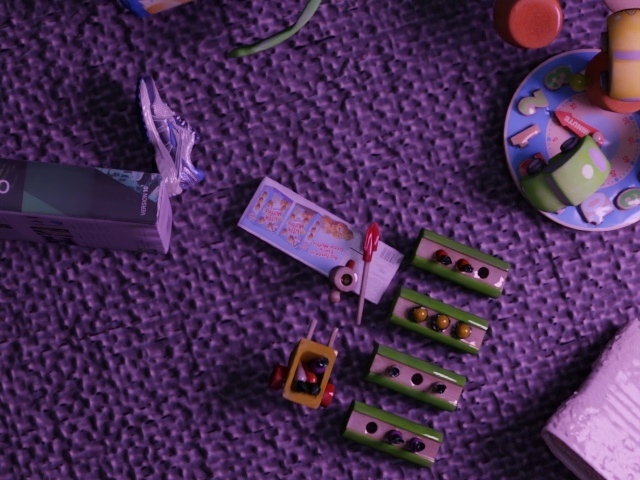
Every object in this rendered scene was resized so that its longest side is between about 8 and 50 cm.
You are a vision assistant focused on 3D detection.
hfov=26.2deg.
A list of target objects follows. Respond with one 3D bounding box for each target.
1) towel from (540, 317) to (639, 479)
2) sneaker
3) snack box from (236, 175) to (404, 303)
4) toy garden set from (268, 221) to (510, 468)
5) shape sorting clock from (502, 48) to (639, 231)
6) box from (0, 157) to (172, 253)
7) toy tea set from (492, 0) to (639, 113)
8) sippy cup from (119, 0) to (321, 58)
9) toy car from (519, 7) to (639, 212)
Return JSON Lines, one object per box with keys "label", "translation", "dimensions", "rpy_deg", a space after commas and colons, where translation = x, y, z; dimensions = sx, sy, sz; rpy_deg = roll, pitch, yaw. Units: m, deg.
{"label": "towel", "translation": [0.389, 0.238, 1.490], "dimensions": [0.282, 0.049, 0.187], "rpy_deg": [44, 62, 0]}
{"label": "sneaker", "translation": [-0.165, -0.118, 1.501], "dimensions": [0.058, 0.052, 0.135], "rpy_deg": [-18, 96, -14]}
{"label": "snack box", "translation": [0.000, 0.000, 1.514], "dimensions": [0.178, 0.022, 0.064], "rpy_deg": [30, 87, -2]}
{"label": "toy garden set", "translation": [0.075, 0.102, 1.482], "dimensions": [0.203, 0.049, 0.244], "rpy_deg": [22, 88, -11]}
{"label": "shape sorting clock", "translation": [0.305, -0.113, 1.531], "dimensions": [0.206, 0.040, 0.206], "rpy_deg": [0, 87, -4]}
{"label": "box", "translation": [-0.315, -0.040, 1.390], "dimensions": [0.322, 0.232, 0.058], "rpy_deg": [4, 82, -4]}
{"label": "toy tea set", "translation": [0.350, -0.221, 1.502], "dimensions": [0.336, 0.124, 0.200], "rpy_deg": [32, 104, -9]}
{"label": "sippy cup", "translation": [-0.135, -0.353, 1.435], "dimensions": [0.224, 0.240, 0.305], "rpy_deg": [-27, 64, 6]}
{"label": "toy car", "translation": [0.313, -0.096, 1.450], "dimensions": [0.225, 0.053, 0.239], "rpy_deg": [-35, 107, 19]}
